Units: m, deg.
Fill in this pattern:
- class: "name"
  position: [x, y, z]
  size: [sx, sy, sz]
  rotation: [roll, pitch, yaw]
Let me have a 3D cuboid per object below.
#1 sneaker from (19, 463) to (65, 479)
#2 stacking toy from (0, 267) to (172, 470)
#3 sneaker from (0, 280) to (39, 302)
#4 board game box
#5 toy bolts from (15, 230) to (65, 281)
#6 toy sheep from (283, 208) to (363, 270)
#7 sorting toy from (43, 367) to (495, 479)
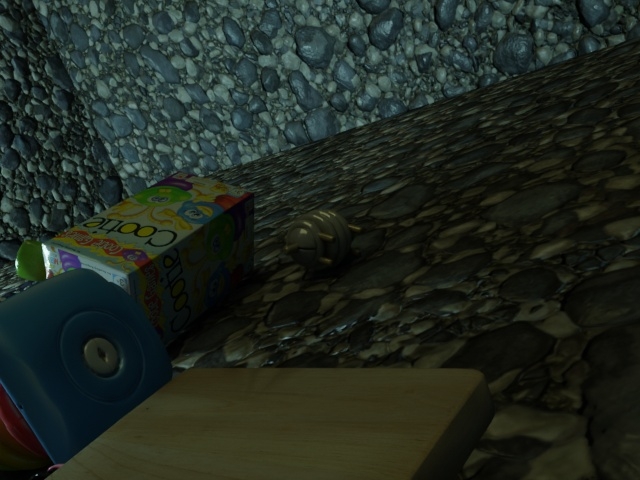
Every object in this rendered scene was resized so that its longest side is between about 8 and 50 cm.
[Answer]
- class: "sneaker"
  position: [-0.219, 0.181, 0.436]
  size: [0.104, 0.147, 0.296]
  rotation: [-15, 15, 36]
- class: "stacking toy"
  position: [-0.310, 0.174, 0.666]
  size: [0.302, 0.175, 0.166]
  rotation: [-32, 2, 26]
- class: "sneaker"
  position: [-0.571, 0.143, 1.223]
  size: [0.153, 0.099, 0.282]
  rotation: [-24, 11, 3]
- class: "board game box"
  position: [-0.225, 0.025, 0.927]
  size: [0.144, 0.142, 0.275]
  rotation: [16, 32, 21]
- class: "toy bolts"
  position: [-0.363, 0.084, 1.106]
  size: [0.158, 0.218, 0.228]
  rotation: [23, 24, 19]
- class: "toy sheep"
  position: [0.000, 0.000, 0.885]
  size: [0.091, 0.091, 0.132]
  rotation: [-11, 0, 40]
- class: "sorting toy"
  position: [-0.065, 0.174, 0.339]
  size: [0.257, 0.089, 0.255]
  rotation: [-10, 19, 43]
